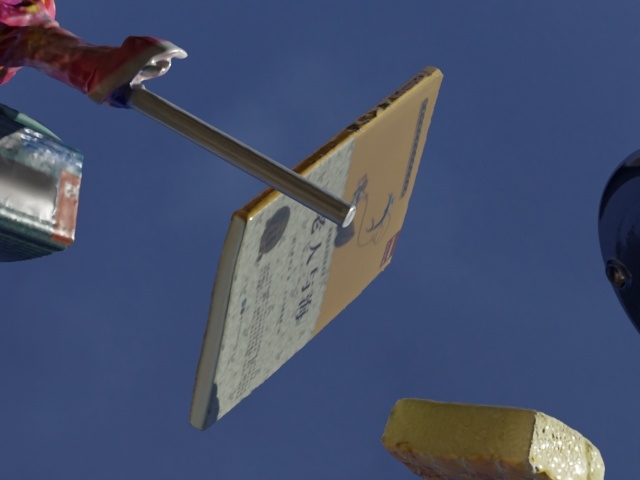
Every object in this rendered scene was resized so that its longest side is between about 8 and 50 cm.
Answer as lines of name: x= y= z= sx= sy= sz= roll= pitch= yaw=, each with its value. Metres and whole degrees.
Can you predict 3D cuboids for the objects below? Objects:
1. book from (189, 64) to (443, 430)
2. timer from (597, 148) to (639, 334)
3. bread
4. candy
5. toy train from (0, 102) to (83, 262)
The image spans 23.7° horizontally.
book: x=0.000 y=0.000 z=1.551 sx=0.032 sy=0.269 sz=0.389 roll=28 pitch=-141 yaw=19
timer: x=0.470 y=-0.044 z=1.373 sx=0.384 sy=0.270 sz=0.270 roll=-32 pitch=-140 yaw=-24
bread: x=0.164 y=0.203 z=1.465 sx=0.188 sy=0.125 sz=0.068 roll=0 pitch=-115 yaw=44
candy: x=-0.135 y=-0.101 z=0.960 sx=0.365 sy=0.124 sz=0.124 roll=29 pitch=-101 yaw=17
toy train: x=-0.296 y=-0.070 z=0.808 sx=0.086 sy=0.409 sz=0.089 roll=-8 pitch=-109 yaw=34
